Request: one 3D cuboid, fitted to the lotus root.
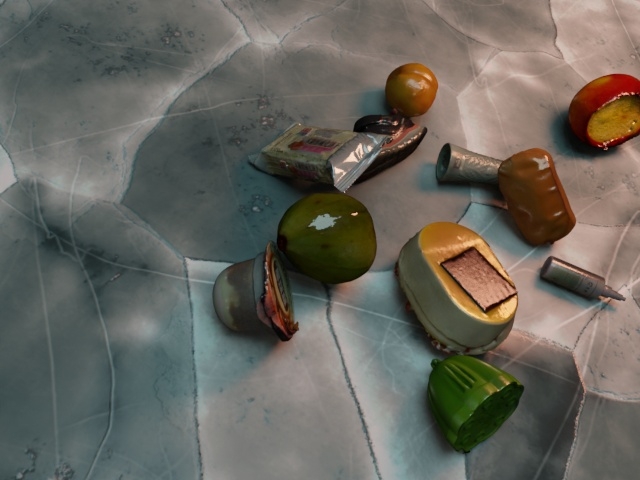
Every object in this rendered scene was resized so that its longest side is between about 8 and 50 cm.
[{"bbox_3d":[0.274,0.291,1.301,0.186,0.186,0.186,6,57,-9],"label":"lotus root"}]

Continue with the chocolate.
[{"bbox_3d":[-0.138,0.115,1.308,0.147,0.221,0.221,-15,61,5],"label":"chocolate"}]

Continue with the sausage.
[{"bbox_3d":[0.515,-0.101,1.575,0.241,0.136,0.120,61,28,-7],"label":"sausage"}]

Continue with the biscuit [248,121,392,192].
[{"bbox_3d":[-0.003,-0.198,1.512,0.309,0.079,0.186,17,51,44],"label":"biscuit"}]

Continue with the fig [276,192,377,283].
[{"bbox_3d":[0.000,0.000,1.375,0.225,0.203,0.203,-14,61,-40],"label":"fig"}]

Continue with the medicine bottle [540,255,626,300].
[{"bbox_3d":[0.617,0.099,1.545,0.199,0.057,0.057,24,57,2],"label":"medicine bottle"}]

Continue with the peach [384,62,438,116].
[{"bbox_3d":[0.232,-0.390,1.724,0.138,0.138,0.138,6,57,-9],"label":"peach"}]

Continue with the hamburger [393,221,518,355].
[{"bbox_3d":[0.289,0.100,1.421,0.227,0.151,0.295,-10,54,-25],"label":"hamburger"}]

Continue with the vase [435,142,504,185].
[{"bbox_3d":[0.407,-0.176,1.653,0.219,0.096,0.096,10,57,-10],"label":"vase"}]

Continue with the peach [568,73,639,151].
[{"bbox_3d":[0.775,-0.343,1.778,0.196,0.190,0.226,42,53,1],"label":"peach"}]

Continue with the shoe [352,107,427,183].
[{"bbox_3d":[0.128,-0.240,1.613,0.291,0.114,0.137,-32,75,-30],"label":"shoe"}]
